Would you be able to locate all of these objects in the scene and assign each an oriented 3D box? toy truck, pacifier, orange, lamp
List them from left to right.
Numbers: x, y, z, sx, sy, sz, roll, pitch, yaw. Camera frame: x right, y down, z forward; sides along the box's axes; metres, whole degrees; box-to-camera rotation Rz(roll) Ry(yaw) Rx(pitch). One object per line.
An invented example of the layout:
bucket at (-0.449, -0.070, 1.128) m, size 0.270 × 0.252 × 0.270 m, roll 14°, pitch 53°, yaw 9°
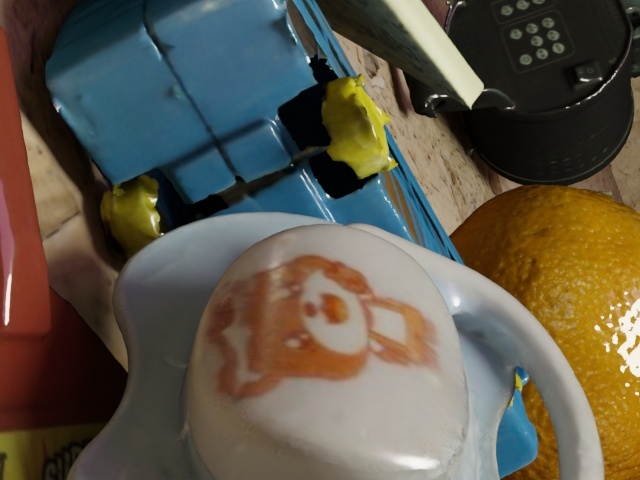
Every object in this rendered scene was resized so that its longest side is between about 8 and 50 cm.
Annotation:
pacifier at (-0.002, 0.115, 0.583) m, size 0.227 × 0.207 × 0.279 m, roll 16°, pitch 39°, yaw -10°
toy truck at (0.000, 0.000, 0.766) m, size 0.385 × 0.161 × 0.162 m, roll 57°, pitch 15°, yaw -30°
lamp at (0.245, -0.183, 1.461) m, size 0.272 × 0.374 × 0.205 m, roll 101°, pitch -25°, yaw -62°
orange at (0.190, 0.081, 1.026) m, size 0.264 × 0.264 × 0.264 m, roll 52°, pitch 28°, yaw -41°

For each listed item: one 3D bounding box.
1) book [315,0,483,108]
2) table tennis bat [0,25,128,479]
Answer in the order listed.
book at (-0.063, -0.230, 0.770) m, size 0.264 × 0.031 × 0.379 m, roll 36°, pitch -3°, yaw 38°
table tennis bat at (-0.120, 0.107, 0.522) m, size 0.268 × 0.051 × 0.415 m, roll 14°, pitch 61°, yaw -69°
